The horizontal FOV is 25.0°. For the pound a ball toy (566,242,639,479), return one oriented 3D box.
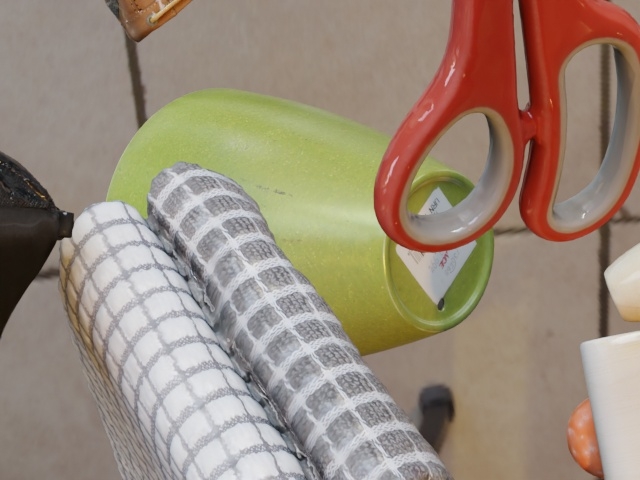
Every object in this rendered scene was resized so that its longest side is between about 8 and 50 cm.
[{"bbox_3d":[0.212,0.162,0.833,0.135,0.208,0.319,-13,81,17],"label":"pound a ball toy"}]

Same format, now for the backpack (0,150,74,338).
[{"bbox_3d":[-0.231,-0.004,0.694,0.173,0.117,0.158,39,106,21],"label":"backpack"}]

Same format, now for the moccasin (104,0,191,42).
[{"bbox_3d":[-0.075,-0.349,1.660,0.380,0.139,0.147,-33,101,-23],"label":"moccasin"}]

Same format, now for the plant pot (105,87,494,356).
[{"bbox_3d":[0.000,0.000,1.291,0.274,0.293,0.275,-5,97,-42],"label":"plant pot"}]

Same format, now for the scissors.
[{"bbox_3d":[0.066,-0.110,0.461,0.109,0.021,0.297,-13,131,-12],"label":"scissors"}]

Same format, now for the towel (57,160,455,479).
[{"bbox_3d":[-0.025,0.124,0.780,0.121,0.235,0.284,-28,146,-16],"label":"towel"}]
